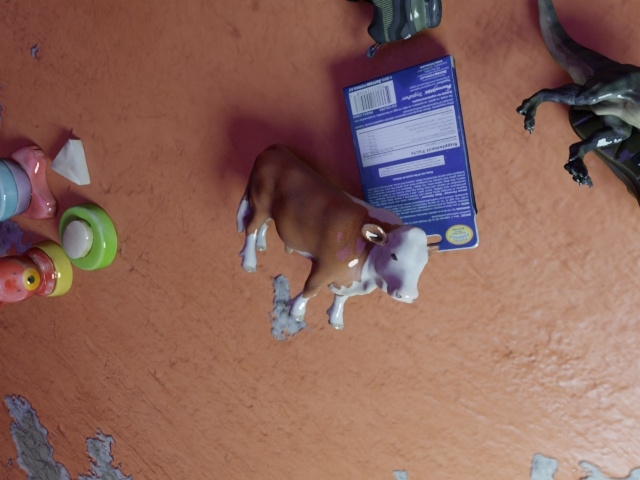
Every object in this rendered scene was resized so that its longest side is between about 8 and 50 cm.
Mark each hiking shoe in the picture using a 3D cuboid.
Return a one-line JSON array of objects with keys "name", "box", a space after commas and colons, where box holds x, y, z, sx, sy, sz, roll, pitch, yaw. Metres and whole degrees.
[{"name": "hiking shoe", "box": [0.054, -0.336, 0.467, 0.114, 0.086, 0.227, -19, 94, 23]}]

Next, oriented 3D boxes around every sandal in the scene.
[{"name": "sandal", "box": [0.341, -0.069, 0.418, 0.090, 0.060, 0.219, -41, 69, 19]}]

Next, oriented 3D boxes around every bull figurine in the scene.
[{"name": "bull figurine", "box": [0.000, 0.000, 0.531, 0.310, 0.101, 0.188, 44, 117, 33]}]

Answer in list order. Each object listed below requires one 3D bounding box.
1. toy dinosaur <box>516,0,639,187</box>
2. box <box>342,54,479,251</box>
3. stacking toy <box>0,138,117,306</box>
[{"name": "toy dinosaur", "box": [0.269, -0.131, 0.397, 0.118, 0.064, 0.268, -43, 63, 15]}, {"name": "box", "box": [0.115, -0.096, 0.519, 0.136, 0.036, 0.225, -8, 98, 26]}, {"name": "stacking toy", "box": [-0.552, -0.037, 0.777, 0.279, 0.130, 0.309, -15, 95, 26]}]
